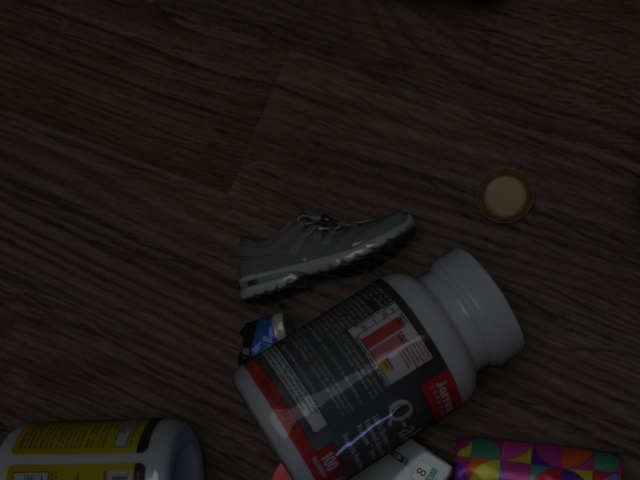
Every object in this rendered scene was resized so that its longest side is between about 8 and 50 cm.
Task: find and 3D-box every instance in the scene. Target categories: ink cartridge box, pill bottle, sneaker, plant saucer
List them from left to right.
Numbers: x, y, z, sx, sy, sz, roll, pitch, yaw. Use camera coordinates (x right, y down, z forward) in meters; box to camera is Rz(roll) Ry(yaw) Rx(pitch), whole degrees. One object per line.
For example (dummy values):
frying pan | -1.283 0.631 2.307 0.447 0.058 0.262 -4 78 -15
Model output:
pill bottle | -0.349 0.352 1.784 0.333 0.188 0.188 -3 78 12
sneaker | -0.075 0.188 1.825 0.084 0.058 0.152 -15 82 16
sneaker | 0.000 0.000 1.822 0.281 0.105 0.115 -18 75 9
ink cartridge box | 0.053 0.337 1.767 0.224 0.056 0.181 32 86 16
pill bottle | 0.081 0.173 1.695 0.363 0.210 0.210 -32 73 -7
plant saucer | 0.271 -0.065 1.821 0.083 0.015 0.083 -3 78 12

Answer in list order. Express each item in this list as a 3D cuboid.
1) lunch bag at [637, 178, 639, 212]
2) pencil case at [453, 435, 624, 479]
lunch bag | 0.535 -0.006 1.713 0.176 0.090 0.219 -13 75 13
pencil case | 0.292 0.327 1.691 0.236 0.104 0.104 1 79 13
